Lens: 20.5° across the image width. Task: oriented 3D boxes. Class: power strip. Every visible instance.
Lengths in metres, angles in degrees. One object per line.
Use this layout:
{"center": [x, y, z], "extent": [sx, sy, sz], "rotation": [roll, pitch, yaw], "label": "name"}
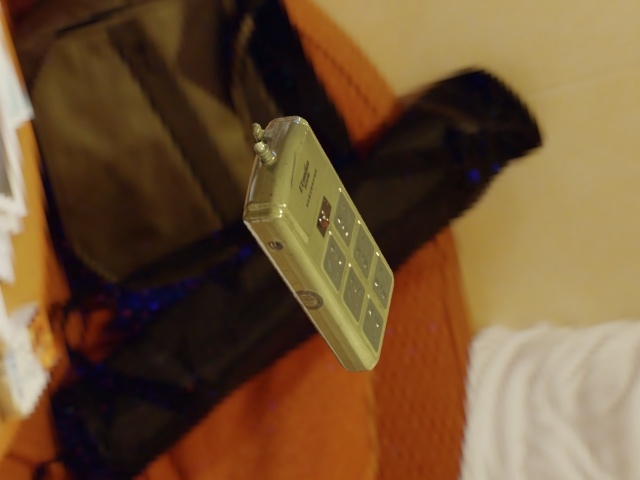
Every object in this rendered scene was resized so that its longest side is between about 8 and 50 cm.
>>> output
{"center": [0.000, 0.000, 0.998], "extent": [0.169, 0.028, 0.076], "rotation": [58, 35, -44], "label": "power strip"}
